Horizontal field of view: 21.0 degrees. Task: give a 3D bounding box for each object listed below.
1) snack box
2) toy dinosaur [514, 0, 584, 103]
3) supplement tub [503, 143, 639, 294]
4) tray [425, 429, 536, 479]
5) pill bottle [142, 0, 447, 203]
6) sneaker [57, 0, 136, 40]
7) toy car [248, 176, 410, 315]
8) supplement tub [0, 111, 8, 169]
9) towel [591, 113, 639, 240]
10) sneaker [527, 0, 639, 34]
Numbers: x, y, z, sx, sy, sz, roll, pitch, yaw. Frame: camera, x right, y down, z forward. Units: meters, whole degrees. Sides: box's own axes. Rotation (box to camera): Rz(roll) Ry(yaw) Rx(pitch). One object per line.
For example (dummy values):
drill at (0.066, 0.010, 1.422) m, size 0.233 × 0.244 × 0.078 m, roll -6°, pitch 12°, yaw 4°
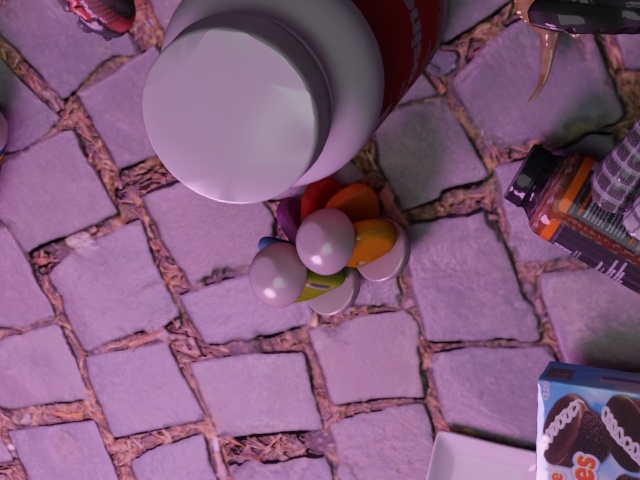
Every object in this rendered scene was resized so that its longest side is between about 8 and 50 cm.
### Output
snack box at (0.345, 0.306, 2.012) m, size 0.187 × 0.060 × 0.321 m, roll 6°, pitch 113°, yaw 21°
toy dinosaur at (0.250, -0.242, 1.852) m, size 0.093 × 0.053 × 0.183 m, roll 1°, pitch 112°, yaw 34°
supplement tub at (0.302, -0.028, 1.890) m, size 0.198 × 0.106 × 0.106 m, roll 31°, pitch 119°, yaw 3°
tray at (0.186, 0.376, 2.105) m, size 0.145 × 0.030 × 0.270 m, roll 12°, pitch 91°, yaw 14°
pill bottle at (-0.024, -0.192, 1.752) m, size 0.229 × 0.407 × 0.229 m, roll 8°, pitch 116°, yaw 16°
sneaker at (-0.252, -0.360, 1.931) m, size 0.135 × 0.097 × 0.276 m, roll -11°, pitch 108°, yaw 25°
toy car at (0.000, 0.000, 1.999) m, size 0.182 × 0.159 × 0.136 m, roll -35°, pitch 64°, yaw 29°
supplement tub at (-0.468, -0.071, 2.110) m, size 0.144 × 0.144 × 0.199 m, roll 23°, pitch 119°, yaw 8°
towel at (0.414, -0.115, 1.725) m, size 0.121 × 0.284 × 0.235 m, roll 47°, pitch 118°, yaw 24°
sneaker at (0.347, -0.257, 1.757) m, size 0.267 × 0.101 × 0.106 m, roll 3°, pitch 95°, yaw -5°
